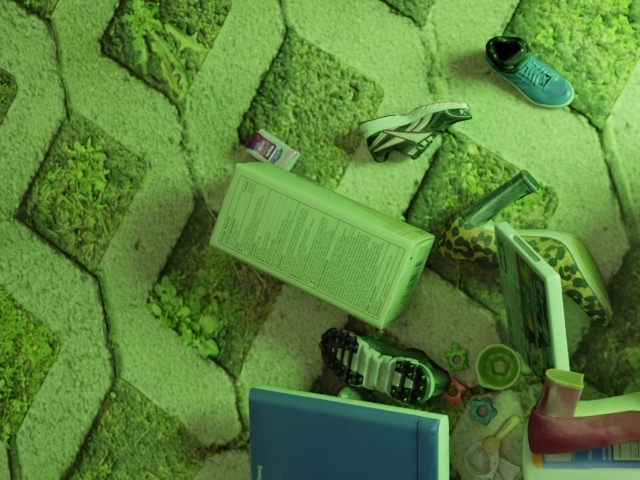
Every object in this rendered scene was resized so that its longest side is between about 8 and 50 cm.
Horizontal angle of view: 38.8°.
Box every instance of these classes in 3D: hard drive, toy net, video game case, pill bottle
[{"bbox_3d":[0.035,0.336,1.327,0.318,0.040,0.210,3,98,33],"label":"hard drive"},{"bbox_3d":[0.237,0.269,1.351,0.122,0.045,0.232,0,83,16],"label":"toy net"},{"bbox_3d":[0.291,0.097,1.248,0.023,0.183,0.201,-15,116,-5],"label":"video game case"},{"bbox_3d":[0.419,0.305,1.221,0.271,0.152,0.152,-5,81,23],"label":"pill bottle"}]

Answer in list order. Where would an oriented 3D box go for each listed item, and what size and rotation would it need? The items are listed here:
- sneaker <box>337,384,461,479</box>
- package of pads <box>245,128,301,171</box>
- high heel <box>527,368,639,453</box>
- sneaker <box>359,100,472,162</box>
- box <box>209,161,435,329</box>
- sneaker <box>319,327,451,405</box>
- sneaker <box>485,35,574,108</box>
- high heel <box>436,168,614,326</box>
[{"bbox_3d":[0.112,0.350,1.367,0.281,0.105,0.115,46,118,19],"label":"sneaker"},{"bbox_3d":[-0.078,-0.144,1.507,0.083,0.032,0.050,34,91,18],"label":"package of pads"},{"bbox_3d":[0.388,0.249,1.150,0.244,0.082,0.117,12,110,12],"label":"high heel"},{"bbox_3d":[0.155,-0.168,1.430,0.178,0.072,0.077,-13,91,23],"label":"sneaker"},{"bbox_3d":[0.000,0.000,1.403,0.311,0.121,0.148,26,105,18],"label":"box"},{"bbox_3d":[0.101,0.191,1.386,0.234,0.106,0.078,17,97,44],"label":"sneaker"},{"bbox_3d":[0.313,-0.257,1.376,0.152,0.084,0.058,40,95,17],"label":"sneaker"},{"bbox_3d":[0.301,0.049,1.355,0.186,0.093,0.261,-37,81,26],"label":"high heel"}]
